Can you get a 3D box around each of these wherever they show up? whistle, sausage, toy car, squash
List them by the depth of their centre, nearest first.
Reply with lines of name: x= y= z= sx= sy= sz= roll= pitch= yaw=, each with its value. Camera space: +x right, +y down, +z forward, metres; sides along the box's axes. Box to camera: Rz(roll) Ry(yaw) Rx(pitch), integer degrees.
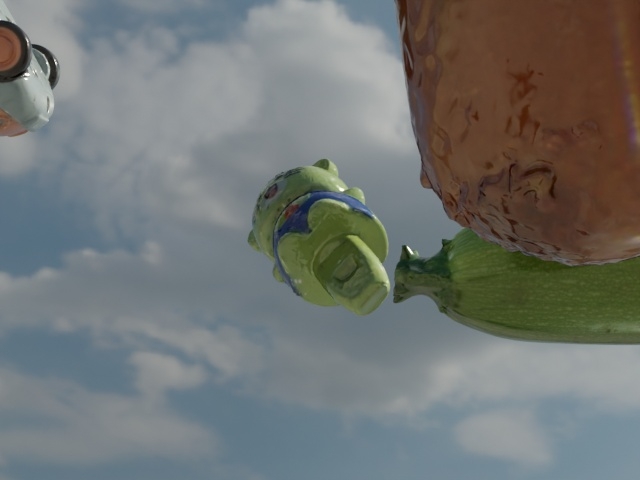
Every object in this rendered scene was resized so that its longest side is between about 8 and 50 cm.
sausage: x=0.109 y=-0.122 z=0.467 sx=0.153 sy=0.268 sz=0.141 roll=-5 pitch=-2 yaw=-34
squash: x=0.245 y=0.019 z=0.678 sx=0.395 sy=0.107 sz=0.107 roll=0 pitch=-28 yaw=3
whistle: x=0.000 y=0.000 z=0.851 sx=0.105 sy=0.227 sz=0.085 roll=-46 pitch=-62 yaw=4
toy car: x=-0.440 y=-0.219 z=1.190 sx=0.212 sy=0.270 sz=0.180 roll=-31 pitch=3 yaw=-2
